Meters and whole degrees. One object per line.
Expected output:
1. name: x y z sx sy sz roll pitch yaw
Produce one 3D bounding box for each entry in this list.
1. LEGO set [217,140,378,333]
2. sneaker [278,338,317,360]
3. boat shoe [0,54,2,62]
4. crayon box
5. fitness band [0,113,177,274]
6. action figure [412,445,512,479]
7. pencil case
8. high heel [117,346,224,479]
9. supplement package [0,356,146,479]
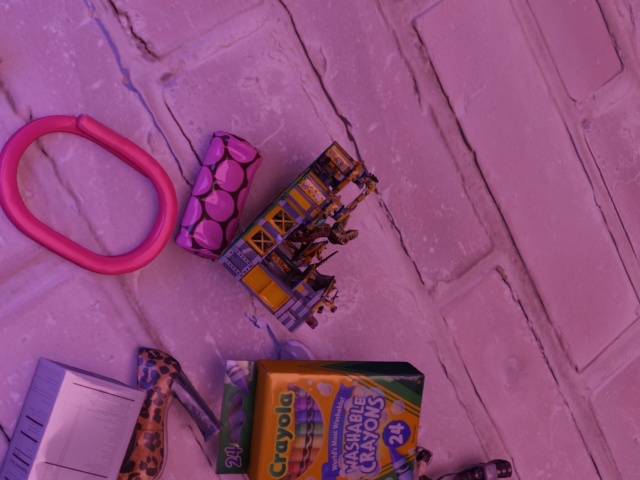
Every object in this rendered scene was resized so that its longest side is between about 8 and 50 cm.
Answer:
1. LEGO set: 0.000 0.000 1.667 0.255 0.331 0.192 -44 95 12
2. sneaker: -0.055 0.311 1.787 0.115 0.105 0.281 -3 95 -31
3. boat shoe: -0.557 -0.314 1.471 0.079 0.084 0.233 -50 118 -19
4. crayon box: 0.000 0.304 1.721 0.323 0.083 0.203 3 99 -16
5. fitness band: -0.360 -0.071 1.622 0.291 0.054 0.209 34 78 -27
6. action figure: 0.230 0.477 1.963 0.285 0.099 0.185 3 84 -35
7. pencil case: -0.162 -0.071 1.715 0.098 0.095 0.209 17 85 5
8. high heel: -0.309 0.304 1.671 0.261 0.093 0.186 -38 88 -11
9. supplement package: -0.384 0.318 1.575 0.139 0.134 0.244 24 80 -30
